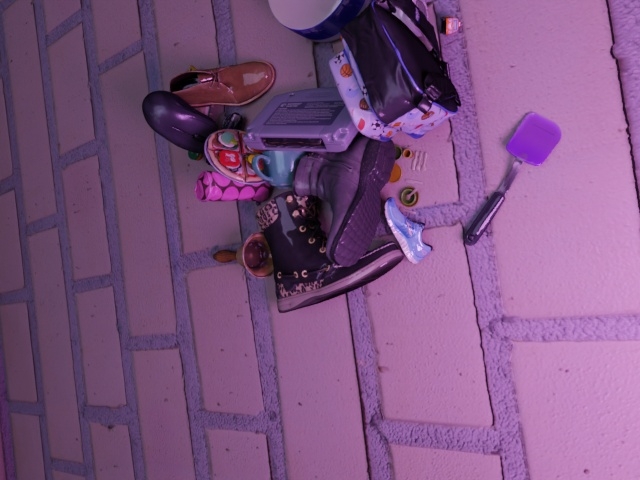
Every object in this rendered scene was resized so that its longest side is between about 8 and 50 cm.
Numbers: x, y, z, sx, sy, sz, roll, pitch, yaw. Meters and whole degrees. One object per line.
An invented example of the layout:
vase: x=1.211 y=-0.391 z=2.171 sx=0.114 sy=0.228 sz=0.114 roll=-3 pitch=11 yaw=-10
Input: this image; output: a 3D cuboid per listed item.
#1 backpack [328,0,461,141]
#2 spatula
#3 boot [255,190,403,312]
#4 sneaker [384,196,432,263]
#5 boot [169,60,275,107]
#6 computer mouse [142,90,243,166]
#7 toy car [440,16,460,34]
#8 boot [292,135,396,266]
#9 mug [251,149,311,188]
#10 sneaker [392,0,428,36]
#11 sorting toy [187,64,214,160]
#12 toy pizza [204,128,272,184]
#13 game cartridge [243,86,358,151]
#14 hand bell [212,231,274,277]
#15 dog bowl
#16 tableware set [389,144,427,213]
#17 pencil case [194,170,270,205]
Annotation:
backpack: x=0.164 y=-0.325 z=1.048 sx=0.213 sy=0.263 sz=0.277 roll=-28 pitch=73 yaw=38
spatula: x=0.382 y=-0.115 z=1.045 sx=0.084 sy=0.030 sz=0.297 roll=36 pitch=112 yaw=25
boot: x=0.000 y=0.000 z=1.259 sx=0.377 sy=0.138 sz=0.285 roll=-27 pitch=77 yaw=38
sneaker: x=0.201 y=-0.031 z=1.161 sx=0.073 sy=0.063 sz=0.162 roll=-30 pitch=92 yaw=14
boot: x=-0.275 y=-0.434 z=1.409 sx=0.305 sy=0.115 sz=0.113 roll=-7 pitch=89 yaw=17
computer mouse: x=-0.368 y=-0.319 z=1.424 sx=0.189 sy=0.272 sz=0.072 roll=-55 pitch=23 yaw=27
toy car: x=0.276 y=-0.499 z=1.087 sx=0.040 sy=0.060 sz=0.122 roll=-3 pitch=98 yaw=3
boot: x=0.027 y=-0.101 z=1.171 sx=0.222 sy=0.118 sz=0.338 roll=7 pitch=62 yaw=32
mug: x=-0.093 y=-0.183 z=1.300 sx=0.157 sy=0.129 sz=0.098 roll=-6 pitch=100 yaw=-5
sneaker: x=0.173 y=-0.566 z=1.135 sx=0.115 sy=0.090 sz=0.233 roll=1 pitch=92 yaw=38
sorting toy: x=-0.379 y=-0.386 z=1.547 sx=0.132 sy=0.046 sz=0.275 roll=17 pitch=99 yaw=33
toy pizza: x=-0.205 y=-0.230 z=1.346 sx=0.201 sy=0.201 sz=0.032 roll=55 pitch=138 yaw=20
game cartridge: x=-0.024 y=-0.295 z=1.232 sx=0.297 sy=0.198 sz=0.062 roll=9 pitch=137 yaw=33
hand bell: x=-0.237 y=0.046 z=1.457 sx=0.241 sy=0.126 sz=0.126 roll=-5 pitch=89 yaw=47
dog bowl: x=-0.001 y=-0.631 z=1.240 sx=0.264 sy=0.104 sz=0.265 roll=2 pitch=94 yaw=35
tableware set: x=0.188 y=-0.141 z=1.183 sx=0.103 sy=0.024 sz=0.154 roll=16 pitch=102 yaw=33
pencil case: x=-0.237 y=-0.142 z=1.364 sx=0.098 sy=0.209 sz=0.095 roll=16 pitch=102 yaw=41
